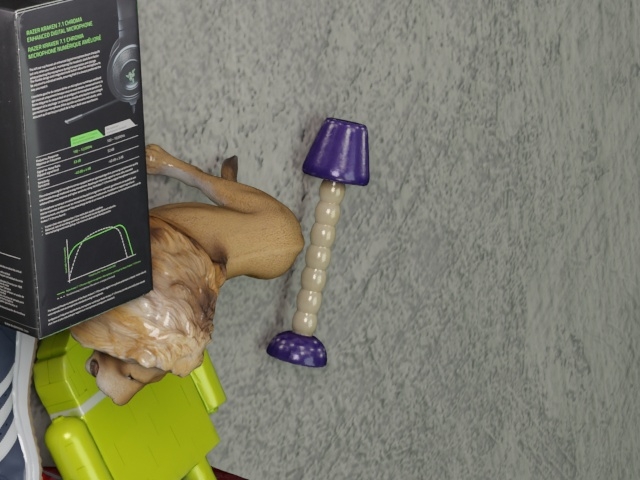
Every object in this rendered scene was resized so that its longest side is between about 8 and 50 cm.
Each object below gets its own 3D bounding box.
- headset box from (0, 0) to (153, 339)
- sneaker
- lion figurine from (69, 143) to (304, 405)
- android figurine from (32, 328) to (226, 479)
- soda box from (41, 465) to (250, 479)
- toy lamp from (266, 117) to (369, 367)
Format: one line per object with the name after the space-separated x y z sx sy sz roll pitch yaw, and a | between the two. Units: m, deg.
-0.271 -0.096 1.397 0.131 0.246 0.283 -24 120 -46 | headset box
-0.329 0.156 1.532 0.153 0.099 0.282 -6 100 -57 | sneaker
-0.118 0.007 1.620 0.392 0.240 0.142 -30 132 -48 | lion figurine
-0.184 0.163 1.691 0.248 0.056 0.273 -37 109 -55 | android figurine
-0.181 0.283 1.790 0.263 0.083 0.092 10 93 -54 | soda box
0.000 0.000 1.937 0.080 0.080 0.275 5 101 -54 | toy lamp
